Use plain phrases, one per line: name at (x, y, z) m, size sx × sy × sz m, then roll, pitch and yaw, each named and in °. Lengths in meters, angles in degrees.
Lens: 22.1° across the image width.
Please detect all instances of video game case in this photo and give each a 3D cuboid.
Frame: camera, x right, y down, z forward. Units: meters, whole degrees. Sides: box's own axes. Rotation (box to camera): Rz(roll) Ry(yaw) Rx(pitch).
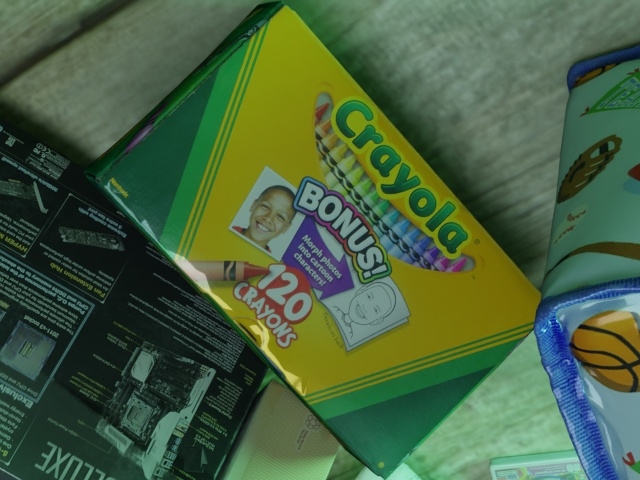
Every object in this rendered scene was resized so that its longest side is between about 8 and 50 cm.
video game case at (0.184, 0.214, 1.249) m, size 0.087 × 0.011 × 0.122 m, roll -9°, pitch 117°, yaw 16°

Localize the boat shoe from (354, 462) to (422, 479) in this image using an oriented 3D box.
boat shoe at (-0.023, 0.260, 1.276) m, size 0.277 × 0.098 × 0.096 m, roll -41°, pitch 82°, yaw 18°

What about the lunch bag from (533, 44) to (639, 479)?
lunch bag at (0.331, -0.005, 0.915) m, size 0.386 × 0.328 × 0.239 m, roll -10°, pitch 118°, yaw 19°

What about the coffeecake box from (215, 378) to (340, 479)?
coffeecake box at (-0.070, 0.203, 1.185) m, size 0.068 × 0.142 × 0.185 m, roll 32°, pitch 144°, yaw -10°

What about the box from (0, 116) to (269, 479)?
box at (-0.192, 0.062, 1.104) m, size 0.307 × 0.242 × 0.076 m, roll 31°, pitch 140°, yaw -7°

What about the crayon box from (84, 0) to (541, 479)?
crayon box at (0.000, 0.000, 1.084) m, size 0.165 × 0.081 × 0.278 m, roll -45°, pitch 105°, yaw -7°
